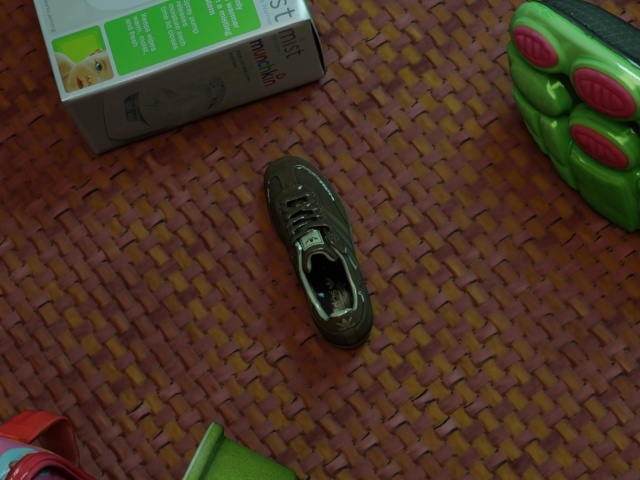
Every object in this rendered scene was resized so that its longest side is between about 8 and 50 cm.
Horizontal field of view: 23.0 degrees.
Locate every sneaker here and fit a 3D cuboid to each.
[{"bbox_3d":[0.383,-0.090,1.320,0.482,0.185,0.202,24,57,10],"label":"sneaker"},{"bbox_3d":[0.000,0.000,1.359,0.066,0.071,0.188,-23,71,-2],"label":"sneaker"}]

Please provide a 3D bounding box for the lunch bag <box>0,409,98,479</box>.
[{"bbox_3d":[-0.236,0.256,1.182,0.120,0.293,0.258,12,73,15],"label":"lunch bag"}]

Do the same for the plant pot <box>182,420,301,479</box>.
[{"bbox_3d":[0.013,0.364,1.113,0.353,0.366,0.366,22,74,1],"label":"plant pot"}]

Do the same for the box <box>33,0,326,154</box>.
[{"bbox_3d":[-0.143,-0.246,1.433,0.231,0.127,0.262,-18,69,2],"label":"box"}]
